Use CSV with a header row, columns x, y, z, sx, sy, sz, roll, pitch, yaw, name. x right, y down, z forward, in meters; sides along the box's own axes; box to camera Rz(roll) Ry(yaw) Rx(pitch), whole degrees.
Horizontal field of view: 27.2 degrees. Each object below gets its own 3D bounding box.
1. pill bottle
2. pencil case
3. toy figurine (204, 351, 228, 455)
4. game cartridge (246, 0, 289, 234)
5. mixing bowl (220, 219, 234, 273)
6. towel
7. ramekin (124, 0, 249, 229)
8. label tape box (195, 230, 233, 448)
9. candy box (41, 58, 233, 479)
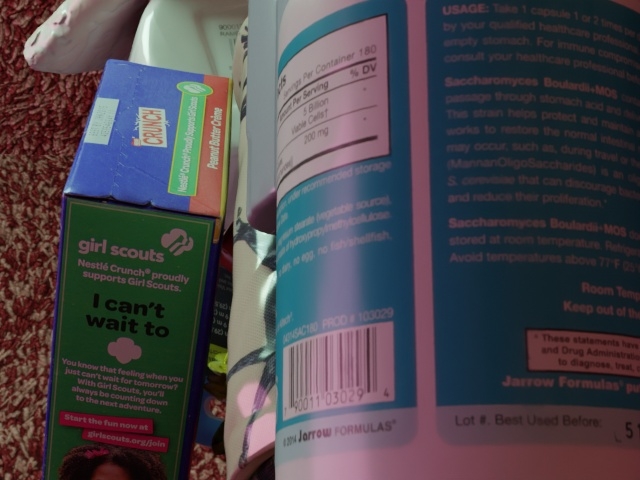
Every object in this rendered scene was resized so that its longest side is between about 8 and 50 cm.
x,y,z,sx,sy,sz,roll,pitch,yaw,name
0.057,-0.016,0.483,0.146,0.146,0.264,107,164,-74,pill bottle
0.016,0.019,0.914,0.183,0.160,0.410,64,-162,-49,pencil case
0.026,0.185,1.197,0.217,0.191,0.362,63,-179,-7,toy figurine
0.034,-0.141,0.736,0.297,0.062,0.198,-36,53,56,game cartridge
0.000,0.000,1.247,0.098,0.181,0.181,51,164,13,mixing bowl
-0.123,-0.303,1.409,0.053,0.332,0.317,53,-153,7,towel
-0.067,-0.159,1.345,0.135,0.277,0.277,115,156,-62,ramekin
-0.117,0.075,1.428,0.115,0.249,0.348,-24,55,41,label tape box
-0.146,0.049,1.079,0.268,0.122,0.317,-91,8,-62,candy box
